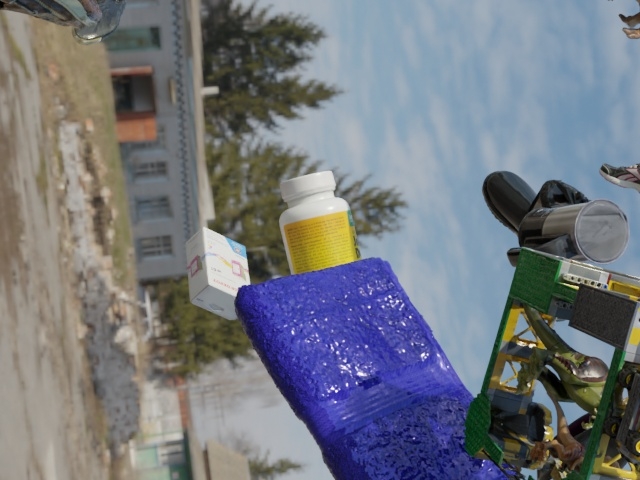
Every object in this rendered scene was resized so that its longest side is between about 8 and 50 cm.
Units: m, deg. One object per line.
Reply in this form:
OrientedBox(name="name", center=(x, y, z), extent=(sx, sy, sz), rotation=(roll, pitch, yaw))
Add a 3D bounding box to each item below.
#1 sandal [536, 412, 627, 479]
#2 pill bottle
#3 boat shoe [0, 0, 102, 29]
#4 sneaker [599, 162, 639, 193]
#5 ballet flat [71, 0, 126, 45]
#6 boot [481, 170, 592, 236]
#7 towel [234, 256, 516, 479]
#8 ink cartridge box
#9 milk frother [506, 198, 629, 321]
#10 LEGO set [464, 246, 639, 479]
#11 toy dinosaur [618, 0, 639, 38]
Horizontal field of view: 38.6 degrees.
OrientedBox(name="sandal", center=(0.472, 0.337, 1.556), extent=(0.445, 0.107, 0.167), rotation=(-56, 167, 17))
OrientedBox(name="pill bottle", center=(0.000, 0.000, 1.460), extent=(0.117, 0.118, 0.208), rotation=(161, -85, -79))
OrientedBox(name="boat shoe", center=(-0.294, -0.262, 0.880), extent=(0.257, 0.095, 0.095), rotation=(53, 14, -82))
OrientedBox(name="sneaker", center=(0.770, -0.158, 2.214), extent=(0.178, 0.072, 0.077), rotation=(27, -73, 32))
OrientedBox(name="ballet flat", center=(-0.321, -0.322, 1.328), extent=(0.049, 0.057, 0.173), rotation=(-49, -163, 32))
OrientedBox(name="boot", center=(0.406, -0.068, 1.689), extent=(0.246, 0.094, 0.207), rotation=(57, -13, 19))
OrientedBox(name="towel", center=(0.066, 0.151, 0.977), extent=(0.308, 0.228, 0.076), rotation=(55, -50, 24))
OrientedBox(name="ink cartridge box", center=(-0.158, 0.052, 1.417), extent=(0.052, 0.089, 0.122), rotation=(-39, -138, 29))
OrientedBox(name="milk frother", center=(0.335, 0.029, 1.203), extent=(0.143, 0.129, 0.135), rotation=(50, -16, -10))
OrientedBox(name="LEGO set", center=(0.269, 0.136, 0.756), extent=(0.331, 0.192, 0.254), rotation=(170, -67, -81))
OrientedBox(name="toy dinosaur", center=(0.555, -0.460, 1.520), extent=(0.200, 0.127, 0.295), rotation=(-42, -103, 29))
